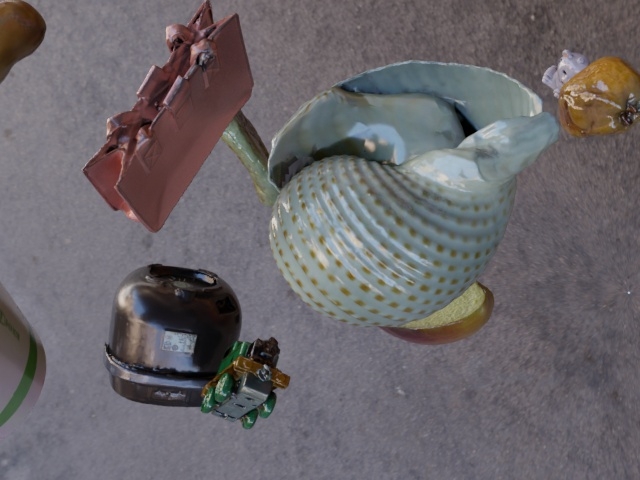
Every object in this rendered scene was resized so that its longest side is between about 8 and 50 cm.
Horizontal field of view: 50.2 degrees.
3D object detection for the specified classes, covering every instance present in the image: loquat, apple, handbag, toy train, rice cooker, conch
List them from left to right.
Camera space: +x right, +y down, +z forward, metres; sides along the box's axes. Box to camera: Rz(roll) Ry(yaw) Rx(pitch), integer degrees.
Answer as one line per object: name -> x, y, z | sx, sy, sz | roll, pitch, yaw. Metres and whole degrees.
rice cooker -> -0.271, 0.171, 1.271 | 0.267, 0.267, 0.225 | 18, 101, 24
handbag -> -0.150, -0.124, 0.704 | 0.059, 0.157, 0.213 | 29, 76, 8
toy train -> -0.120, 0.219, 1.095 | 0.228, 0.091, 0.136 | -47, 23, 51
conch -> 0.097, -0.050, 0.776 | 0.318, 0.215, 0.303 | -14, 50, 7
apple -> 0.248, 0.164, 1.672 | 0.345, 0.254, 0.179 | 5, 81, 33
loquat -> 0.426, -0.208, 1.023 | 0.137, 0.137, 0.113 | -20, 118, 22

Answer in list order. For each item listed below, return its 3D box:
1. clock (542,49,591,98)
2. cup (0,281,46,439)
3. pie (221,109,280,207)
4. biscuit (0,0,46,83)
clock -> 0.605, -0.356, 1.559 | 0.176, 0.117, 0.080 | 40, 77, 4
cup -> -0.434, 0.111, 0.729 | 0.252, 0.274, 0.253 | 1, 65, -2
pie -> -0.136, -0.171, 1.251 | 0.054, 0.240, 0.241 | -28, 75, 3
biscuit -> -0.270, -0.088, 0.468 | 0.207, 0.047, 0.164 | 14, 71, 54
